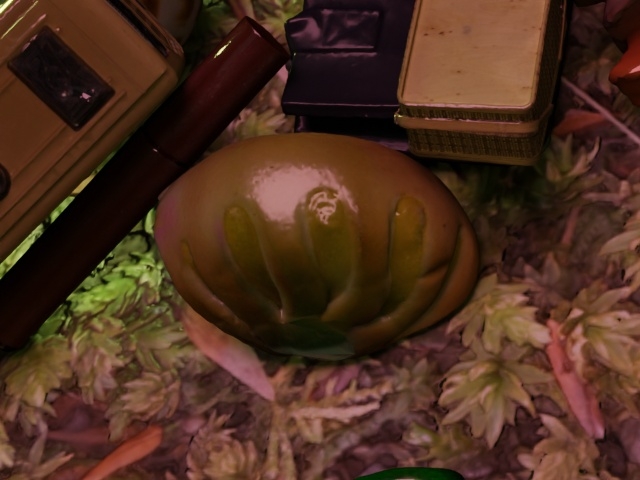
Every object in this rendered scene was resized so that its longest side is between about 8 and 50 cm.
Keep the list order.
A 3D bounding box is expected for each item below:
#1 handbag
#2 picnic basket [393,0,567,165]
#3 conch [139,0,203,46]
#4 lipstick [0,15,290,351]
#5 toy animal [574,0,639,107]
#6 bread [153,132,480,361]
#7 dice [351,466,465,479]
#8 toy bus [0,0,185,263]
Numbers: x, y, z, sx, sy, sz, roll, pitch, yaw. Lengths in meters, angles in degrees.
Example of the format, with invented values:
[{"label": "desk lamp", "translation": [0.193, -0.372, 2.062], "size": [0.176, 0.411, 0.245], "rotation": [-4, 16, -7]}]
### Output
[{"label": "handbag", "translation": [0.088, -0.219, 1.697], "size": [0.269, 0.118, 0.325], "rotation": [5, 58, 15]}, {"label": "picnic basket", "translation": [0.129, -0.145, 1.530], "size": [0.115, 0.079, 0.164], "rotation": [5, 61, 17]}, {"label": "conch", "translation": [-0.201, -0.219, 1.781], "size": [0.275, 0.149, 0.183], "rotation": [-46, 41, -8]}, {"label": "lipstick", "translation": [-0.164, -0.044, 1.639], "size": [0.356, 0.057, 0.057], "rotation": [-45, 52, 10]}, {"label": "toy animal", "translation": [0.300, -0.261, 1.614], "size": [0.195, 0.169, 0.281], "rotation": [-4, 56, 10]}, {"label": "bread", "translation": [-0.013, -0.003, 1.561], "size": [0.261, 0.156, 0.158], "rotation": [-6, 54, 17]}, {"label": "dice", "translation": [0.059, 0.244, 1.383], "size": [0.128, 0.131, 0.120], "rotation": [-17, 54, 7]}, {"label": "toy bus", "translation": [-0.290, -0.074, 1.619], "size": [0.365, 0.177, 0.202], "rotation": [-45, 14, 6]}]
